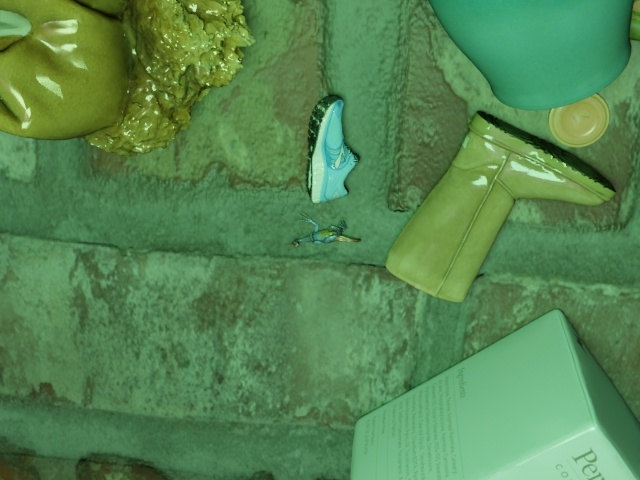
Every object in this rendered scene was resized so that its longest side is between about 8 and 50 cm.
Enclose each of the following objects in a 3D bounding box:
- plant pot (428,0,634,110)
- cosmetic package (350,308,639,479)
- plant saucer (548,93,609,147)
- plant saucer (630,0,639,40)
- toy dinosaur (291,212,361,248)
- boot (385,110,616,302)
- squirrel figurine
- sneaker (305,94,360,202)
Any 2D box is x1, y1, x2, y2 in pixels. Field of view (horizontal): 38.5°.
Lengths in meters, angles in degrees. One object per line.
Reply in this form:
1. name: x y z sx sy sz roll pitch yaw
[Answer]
1. plant pot: 0.261 -0.308 1.106 0.272 0.271 0.255 -19 127 14
2. cosmetic package: 0.289 0.381 1.360 0.394 0.327 0.329 -33 106 17
3. plant saucer: 0.362 -0.170 1.283 0.083 0.013 0.083 2 114 5
4. plant saucer: 0.443 -0.372 1.174 0.241 0.037 0.241 2 114 5
5. toy dinosaur: 0.000 0.000 1.385 0.082 0.047 0.090 -29 119 36
6. boot: 0.256 -0.024 1.324 0.236 0.089 0.269 29 114 5
7. squirrel figurine: -0.287 -0.317 1.194 0.397 0.281 0.370 21 104 -18
8. sneaker: 0.021 -0.133 1.323 0.073 0.063 0.162 -1 119 -12
